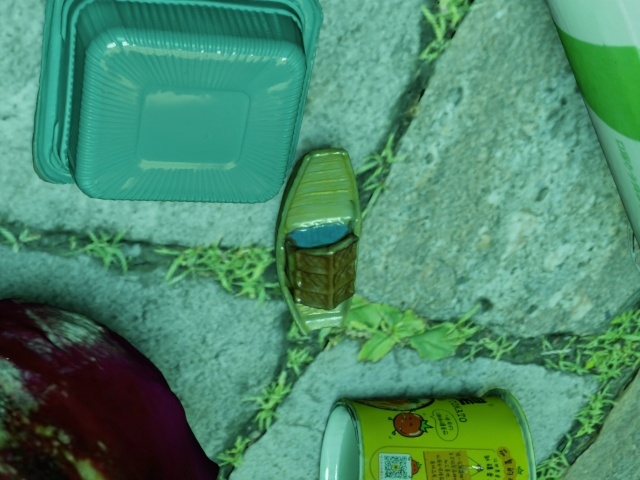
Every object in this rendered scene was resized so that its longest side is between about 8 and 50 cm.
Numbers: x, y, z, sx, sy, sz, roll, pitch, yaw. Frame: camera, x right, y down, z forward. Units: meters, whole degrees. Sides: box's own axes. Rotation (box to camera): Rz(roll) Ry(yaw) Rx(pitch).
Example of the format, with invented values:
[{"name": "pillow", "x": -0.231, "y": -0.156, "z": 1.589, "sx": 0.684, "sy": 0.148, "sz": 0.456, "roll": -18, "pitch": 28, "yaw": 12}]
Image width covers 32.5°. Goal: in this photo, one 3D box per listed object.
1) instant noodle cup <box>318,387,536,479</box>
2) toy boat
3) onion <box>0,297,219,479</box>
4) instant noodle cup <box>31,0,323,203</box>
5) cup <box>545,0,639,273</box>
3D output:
[{"name": "instant noodle cup", "x": 0.081, "y": 0.210, "z": 0.931, "sx": 0.144, "sy": 0.182, "sz": 0.182, "roll": 6, "pitch": 125, "yaw": -13}, {"name": "toy boat", "x": 0.000, "y": 0.000, "z": 0.797, "sx": 0.065, "sy": 0.066, "sz": 0.172, "roll": -7, "pitch": 129, "yaw": -11}, {"name": "onion", "x": -0.305, "y": 0.177, "z": 0.709, "sx": 0.420, "sy": 0.398, "sz": 0.398, "roll": 37, "pitch": 116, "yaw": 8}, {"name": "instant noodle cup", "x": -0.087, "y": -0.088, "z": 0.697, "sx": 0.179, "sy": 0.070, "sz": 0.157, "roll": 1, "pitch": 125, "yaw": -19}, {"name": "cup", "x": 0.270, "y": -0.118, "z": 0.691, "sx": 0.253, "sy": 0.253, "sz": 0.274, "roll": -33, "pitch": 124, "yaw": 8}]
